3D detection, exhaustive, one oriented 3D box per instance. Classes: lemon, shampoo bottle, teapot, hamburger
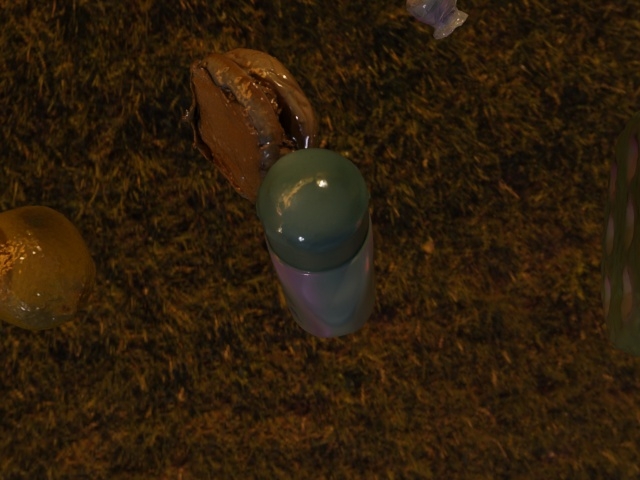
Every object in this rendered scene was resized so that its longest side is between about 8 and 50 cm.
[{"bbox_3d":[-0.505,0.045,1.378,0.204,0.260,0.204,-32,149,-22],"label":"lemon"},{"bbox_3d":[0.000,0.000,1.108,0.151,0.222,0.349,-9,154,2],"label":"shampoo bottle"},{"bbox_3d":[0.147,-0.295,0.989,0.064,0.083,0.064,-38,114,10],"label":"teapot"},{"bbox_3d":[-0.131,-0.222,1.483,0.158,0.318,0.319,-35,128,-28],"label":"hamburger"}]

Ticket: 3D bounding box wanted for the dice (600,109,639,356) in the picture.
[{"bbox_3d":[0.529,0.000,0.962,0.330,0.318,0.322,3,85,15],"label":"dice"}]
